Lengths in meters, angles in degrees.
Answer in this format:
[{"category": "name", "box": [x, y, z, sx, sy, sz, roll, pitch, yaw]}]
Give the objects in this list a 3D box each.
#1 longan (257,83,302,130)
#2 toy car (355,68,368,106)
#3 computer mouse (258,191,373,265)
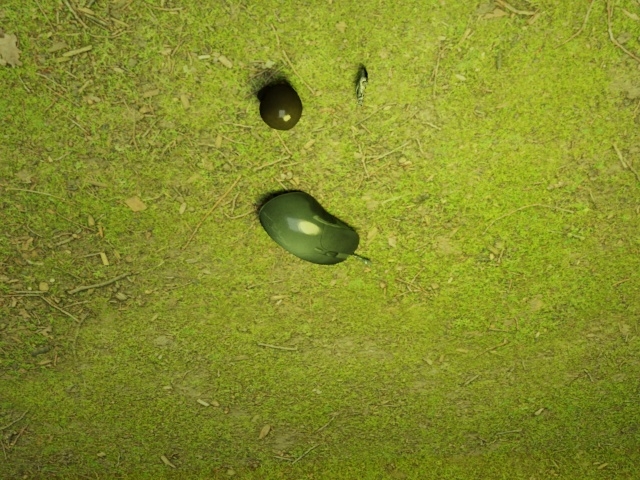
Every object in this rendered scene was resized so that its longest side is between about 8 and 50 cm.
[{"category": "longan", "box": [-0.097, -0.313, 2.017, 0.119, 0.106, 0.106, 41, 131, 17]}, {"category": "toy car", "box": [0.094, -0.352, 2.023, 0.025, 0.041, 0.093, 7, 131, -5]}, {"category": "computer mouse", "box": [0.000, 0.000, 2.316, 0.379, 0.090, 0.167, 28, 126, -28]}]
